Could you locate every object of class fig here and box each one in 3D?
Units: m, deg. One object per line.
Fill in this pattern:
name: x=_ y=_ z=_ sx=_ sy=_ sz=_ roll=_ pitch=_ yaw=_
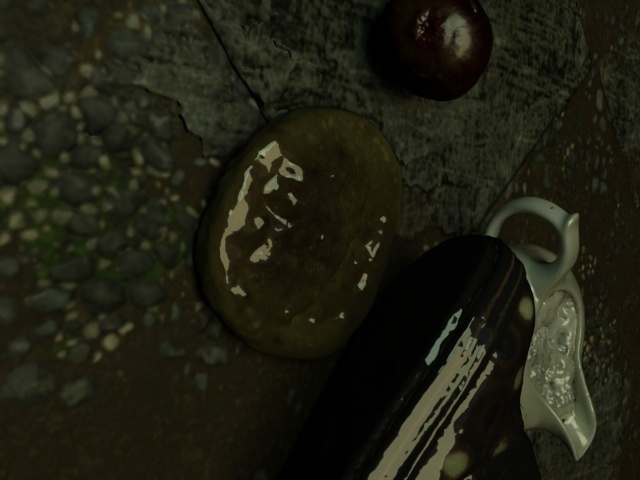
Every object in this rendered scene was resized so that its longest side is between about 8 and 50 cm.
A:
fig: x=0.113 y=-0.187 z=0.713 sx=0.154 sy=0.103 sz=0.109 roll=-20 pitch=98 yaw=-78

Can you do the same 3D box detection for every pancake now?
pancake: x=0.000 y=0.000 z=0.655 sx=0.241 sy=0.050 sz=0.242 roll=-12 pitch=108 yaw=-41

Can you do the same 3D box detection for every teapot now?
teapot: x=0.230 y=0.094 z=0.828 sx=0.208 sy=0.165 sz=0.300 roll=-24 pitch=122 yaw=-29

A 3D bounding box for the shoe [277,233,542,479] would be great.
shoe: x=0.121 y=0.198 z=0.682 sx=0.237 sy=0.171 sz=0.384 roll=37 pitch=72 yaw=-17
